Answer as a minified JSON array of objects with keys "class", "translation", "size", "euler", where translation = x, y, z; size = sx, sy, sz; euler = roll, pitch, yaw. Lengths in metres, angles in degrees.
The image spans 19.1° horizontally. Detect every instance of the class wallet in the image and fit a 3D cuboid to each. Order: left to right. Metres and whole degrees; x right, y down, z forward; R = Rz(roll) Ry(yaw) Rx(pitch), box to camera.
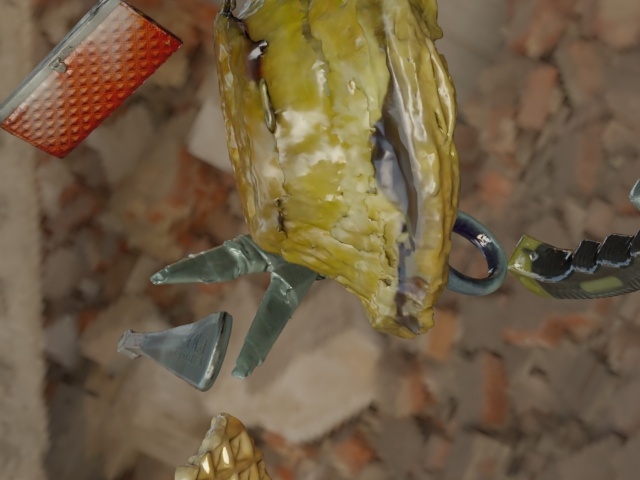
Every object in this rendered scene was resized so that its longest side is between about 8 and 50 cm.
[{"class":"wallet","translation":[-0.245,-0.168,1.981],"size":[0.196,0.103,0.020],"euler":[-42,42,20]}]

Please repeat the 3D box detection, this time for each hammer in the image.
[{"class":"hammer","translation":[0.253,0.018,1.582],"size":[0.226,0.159,0.041],"euler":[-12,36,54]}]

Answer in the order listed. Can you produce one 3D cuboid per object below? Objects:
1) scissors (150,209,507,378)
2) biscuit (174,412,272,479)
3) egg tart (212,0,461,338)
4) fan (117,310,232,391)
[{"class":"scissors","translation":[0.000,0.000,1.489],"size":[0.029,0.256,0.383],"euler":[-46,-3,34]},{"class":"biscuit","translation":[-0.111,0.339,1.886],"size":[0.040,0.204,0.309],"euler":[-7,37,36]},{"class":"egg tart","translation":[0.005,-0.062,0.986],"size":[0.241,0.106,0.241],"euler":[171,90,-79]},{"class":"fan","translation":[-0.110,0.075,1.412],"size":[0.282,0.023,0.057],"euler":[-179,105,-72]}]
